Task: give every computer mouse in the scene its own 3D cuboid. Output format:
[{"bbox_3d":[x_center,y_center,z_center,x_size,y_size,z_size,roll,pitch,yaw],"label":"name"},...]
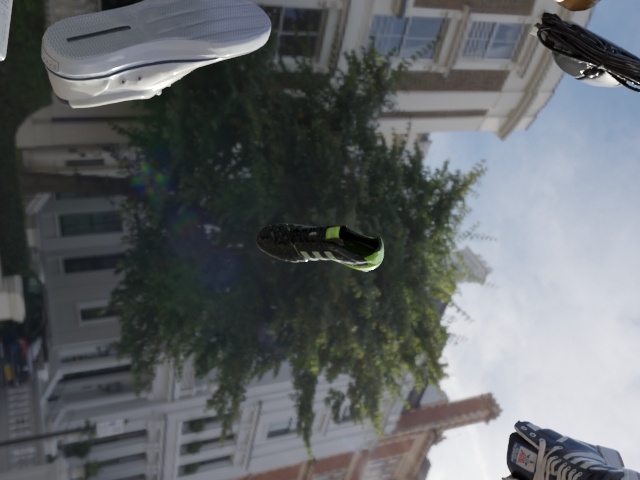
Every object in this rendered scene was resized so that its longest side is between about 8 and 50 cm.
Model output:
[{"bbox_3d":[0.396,-0.271,1.000,0.072,0.189,0.272,-63,174,25],"label":"computer mouse"}]

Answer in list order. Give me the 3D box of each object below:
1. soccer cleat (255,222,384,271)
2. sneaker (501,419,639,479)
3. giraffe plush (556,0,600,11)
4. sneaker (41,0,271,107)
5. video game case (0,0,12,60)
[{"bbox_3d":[0.000,0.000,0.921,0.072,0.179,0.060,99,0,-62],"label":"soccer cleat"},{"bbox_3d":[0.320,0.313,0.881,0.282,0.153,0.099,17,88,-74],"label":"sneaker"},{"bbox_3d":[0.372,-0.402,0.948,0.170,0.210,0.181,30,34,-61],"label":"giraffe plush"},{"bbox_3d":[-0.180,-0.214,0.753,0.094,0.258,0.091,62,-28,21],"label":"sneaker"},{"bbox_3d":[-0.427,-0.404,0.724,0.329,0.036,0.299,62,28,-77],"label":"video game case"}]
